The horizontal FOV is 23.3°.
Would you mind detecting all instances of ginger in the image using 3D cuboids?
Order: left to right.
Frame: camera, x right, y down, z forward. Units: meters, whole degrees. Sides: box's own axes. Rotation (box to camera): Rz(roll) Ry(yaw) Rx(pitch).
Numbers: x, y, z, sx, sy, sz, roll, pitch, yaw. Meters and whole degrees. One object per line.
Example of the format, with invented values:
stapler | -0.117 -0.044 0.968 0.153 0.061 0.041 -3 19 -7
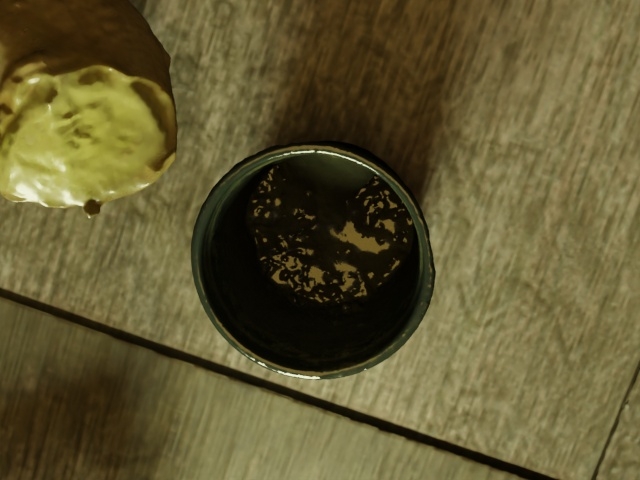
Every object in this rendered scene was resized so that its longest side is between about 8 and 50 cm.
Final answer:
ginger | -0.208 -0.118 1.006 0.267 0.152 0.138 22 134 20

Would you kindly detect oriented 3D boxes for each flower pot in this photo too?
flower pot | 0.000 0.000 1.023 0.157 0.107 0.158 2 108 6
